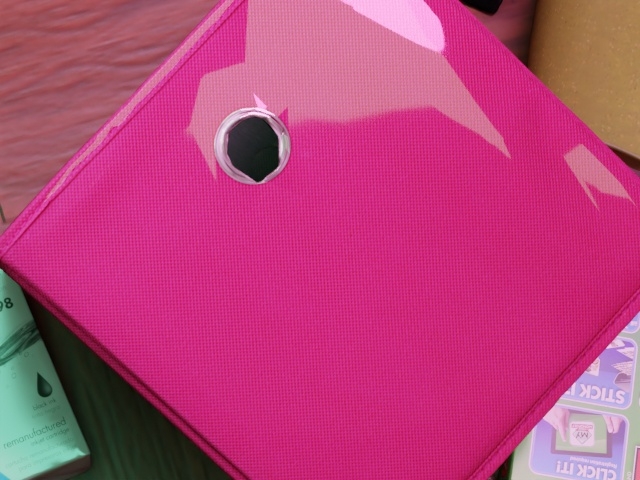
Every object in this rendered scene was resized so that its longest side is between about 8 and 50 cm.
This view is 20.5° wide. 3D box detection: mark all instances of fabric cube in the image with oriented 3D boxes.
[{"bbox_3d":[0.000,0.000,0.970,0.258,0.259,0.254,44,86,-6],"label":"fabric cube"}]

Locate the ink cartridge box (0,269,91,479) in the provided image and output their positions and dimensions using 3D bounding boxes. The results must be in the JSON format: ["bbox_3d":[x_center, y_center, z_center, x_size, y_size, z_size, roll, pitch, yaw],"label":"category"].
[{"bbox_3d":[-0.220,0.072,1.073,0.104,0.060,0.180,-23,78,-12],"label":"ink cartridge box"}]

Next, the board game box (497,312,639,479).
[{"bbox_3d":[0.279,0.109,1.127,0.317,0.046,0.213,10,73,-3],"label":"board game box"}]

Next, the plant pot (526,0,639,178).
[{"bbox_3d":[0.248,-0.156,1.088,0.275,0.275,0.293,27,78,2],"label":"plant pot"}]

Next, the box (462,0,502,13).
[{"bbox_3d":[0.037,-0.295,1.183,0.261,0.103,0.184,22,71,0],"label":"box"}]
